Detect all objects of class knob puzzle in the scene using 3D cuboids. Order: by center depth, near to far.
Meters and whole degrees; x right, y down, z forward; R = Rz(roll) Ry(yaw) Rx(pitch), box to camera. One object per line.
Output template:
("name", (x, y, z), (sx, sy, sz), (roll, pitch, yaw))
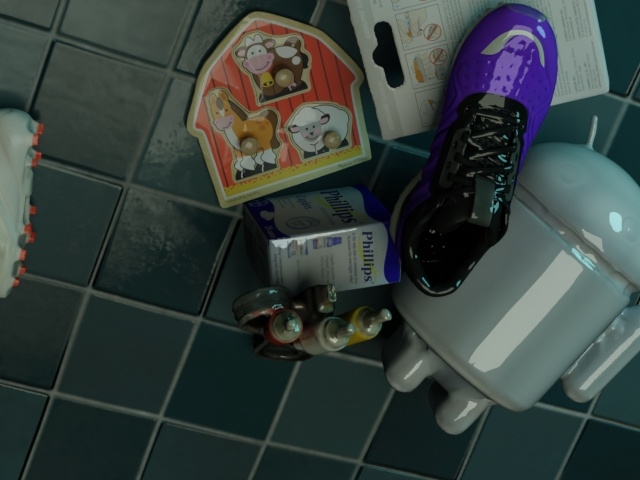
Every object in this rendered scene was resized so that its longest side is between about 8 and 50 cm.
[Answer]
("knob puzzle", (-0.045, -0.142, 1.553), (0.213, 0.030, 0.213), (-5, 113, -13))

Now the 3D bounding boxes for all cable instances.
("cable", (-0.037, 0.102, 1.528), (0.140, 0.287, 0.072), (-1, 73, -17))

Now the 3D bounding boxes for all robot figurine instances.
("robot figurine", (0.216, 0.038, 1.607), (0.300, 0.200, 0.353), (41, 98, -12))

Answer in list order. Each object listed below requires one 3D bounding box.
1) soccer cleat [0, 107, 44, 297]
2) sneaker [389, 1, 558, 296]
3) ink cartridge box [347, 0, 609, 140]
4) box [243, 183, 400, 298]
("soccer cleat", (-0.322, -0.039, 1.505), (0.076, 0.068, 0.196), (8, 109, -3))
("sneaker", (0.150, -0.070, 1.404), (0.102, 0.146, 0.293), (16, 119, -7))
("ink cartridge box", (0.149, -0.205, 1.442), (0.225, 0.056, 0.181), (-12, 118, 9))
("box", (0.000, 0.000, 1.572), (0.137, 0.126, 0.072), (-8, 112, -13))
